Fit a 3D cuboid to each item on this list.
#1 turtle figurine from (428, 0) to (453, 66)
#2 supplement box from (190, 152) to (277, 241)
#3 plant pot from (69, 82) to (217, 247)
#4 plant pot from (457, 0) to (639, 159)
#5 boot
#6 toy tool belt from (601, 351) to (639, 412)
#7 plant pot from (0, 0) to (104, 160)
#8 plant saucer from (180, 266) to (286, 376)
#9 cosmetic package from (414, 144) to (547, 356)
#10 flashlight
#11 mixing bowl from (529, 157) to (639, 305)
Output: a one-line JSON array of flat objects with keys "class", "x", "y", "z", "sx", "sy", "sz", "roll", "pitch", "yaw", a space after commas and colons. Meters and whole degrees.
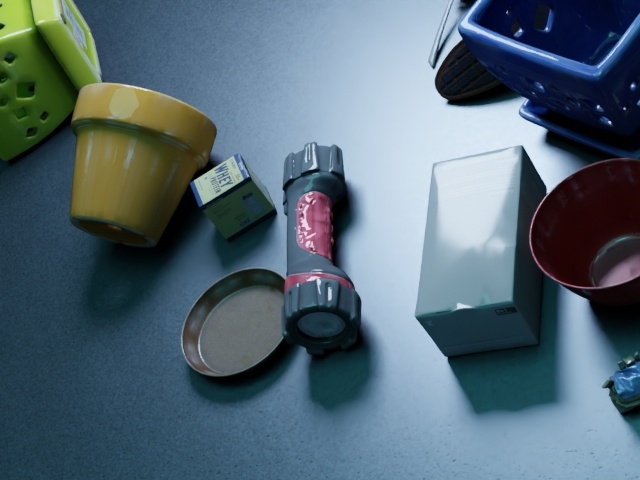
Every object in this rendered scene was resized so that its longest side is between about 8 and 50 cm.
[{"class": "turtle figurine", "x": 0.189, "y": -0.446, "z": 2.045, "sx": 0.275, "sy": 0.198, "sz": 0.266, "roll": -34, "pitch": 41, "yaw": 18}, {"class": "supplement box", "x": -0.120, "y": -0.059, "z": 2.020, "sx": 0.083, "sy": 0.083, "sz": 0.056, "roll": -32, "pitch": 44, "yaw": 5}, {"class": "plant pot", "x": -0.270, "y": -0.098, "z": 2.082, "sx": 0.205, "sy": 0.205, "sz": 0.188, "roll": 4, "pitch": 72, "yaw": 35}, {"class": "plant pot", "x": 0.348, "y": -0.243, "z": 1.786, "sx": 0.236, "sy": 0.212, "sz": 0.236, "roll": 28, "pitch": 72, "yaw": 44}, {"class": "boot", "x": 0.256, "y": -0.266, "z": 1.978, "sx": 0.219, "sy": 0.082, "sz": 0.106, "roll": -36, "pitch": -5, "yaw": 31}, {"class": "toy tool belt", "x": 0.345, "y": 0.146, "z": 1.580, "sx": 0.083, "sy": 0.051, "sz": 0.052, "roll": -35, "pitch": 44, "yaw": 2}, {"class": "plant pot", "x": -0.482, "y": -0.306, "z": 2.361, "sx": 0.207, "sy": 0.228, "sz": 0.227, "roll": -24, "pitch": 45, "yaw": 5}, {"class": "plant saucer", "x": -0.103, "y": 0.111, "z": 1.908, "sx": 0.168, "sy": 0.029, "sz": 0.168, "roll": -18, "pitch": 48, "yaw": 20}, {"class": "cosmetic package", "x": 0.196, "y": 0.012, "z": 1.752, "sx": 0.127, "sy": 0.107, "sz": 0.238, "roll": -9, "pitch": 54, "yaw": 26}, {"class": "flashlight", "x": 0.000, "y": 0.000, "z": 1.887, "sx": 0.103, "sy": 0.103, "sz": 0.304, "roll": 4, "pitch": 49, "yaw": -4}, {"class": "mixing bowl", "x": 0.339, "y": 0.007, "z": 1.666, "sx": 0.181, "sy": 0.098, "sz": 0.181, "roll": -17, "pitch": 47, "yaw": 19}]
